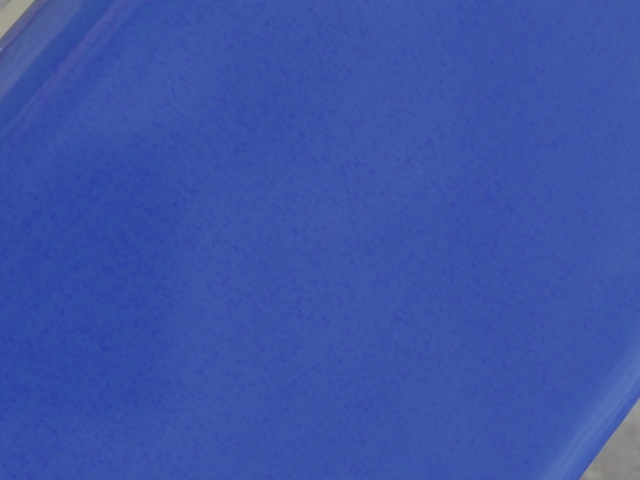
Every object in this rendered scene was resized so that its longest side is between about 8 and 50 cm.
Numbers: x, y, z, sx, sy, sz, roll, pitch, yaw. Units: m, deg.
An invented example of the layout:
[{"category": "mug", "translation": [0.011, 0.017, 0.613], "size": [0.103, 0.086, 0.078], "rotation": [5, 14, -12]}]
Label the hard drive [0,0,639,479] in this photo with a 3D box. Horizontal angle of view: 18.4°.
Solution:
[{"category": "hard drive", "translation": [0.000, 0.000, 0.542], "size": [0.210, 0.040, 0.318], "rotation": [45, 75, -22]}]
